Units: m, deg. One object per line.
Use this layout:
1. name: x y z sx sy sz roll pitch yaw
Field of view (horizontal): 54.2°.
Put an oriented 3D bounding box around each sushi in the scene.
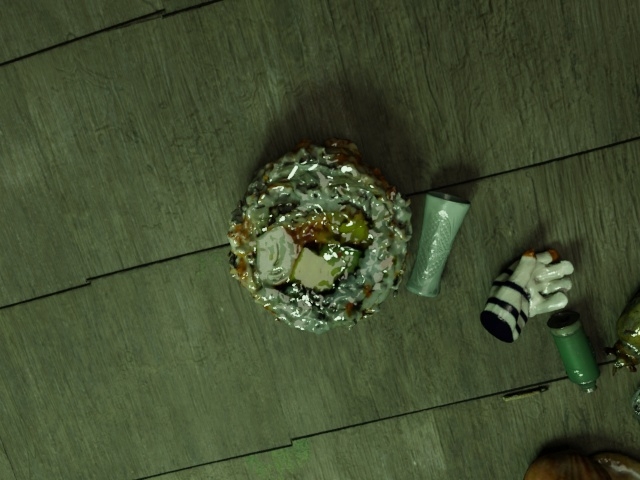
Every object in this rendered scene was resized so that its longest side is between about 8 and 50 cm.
1. sushi: 0.002 0.004 1.298 0.418 0.176 0.417 0 102 -1

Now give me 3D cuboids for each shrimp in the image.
1. shrimp: 0.763 0.583 1.494 0.262 0.066 0.117 23 116 9

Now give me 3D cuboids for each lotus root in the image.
1. lotus root: 0.732 0.192 1.369 0.154 0.154 0.278 40 98 -8

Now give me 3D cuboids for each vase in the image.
1. vase: 0.247 0.011 1.349 0.096 0.096 0.219 13 105 -3

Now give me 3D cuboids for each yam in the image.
1. yam: 0.481 0.359 1.464 0.107 0.014 0.014 -14 102 2

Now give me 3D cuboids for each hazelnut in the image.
1. hazelnut: 0.570 0.598 1.445 0.210 0.210 0.186 -5 126 0

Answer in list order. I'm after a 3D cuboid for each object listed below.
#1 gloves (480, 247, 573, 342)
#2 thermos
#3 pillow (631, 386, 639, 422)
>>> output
1. gloves: 0.446 0.109 1.367 0.140 0.131 0.218 43 68 -7
2. thermos: 0.580 0.256 1.420 0.073 0.083 0.187 -18 104 25
3. pillow: 0.877 0.417 1.442 0.335 0.092 0.161 15 97 -3
